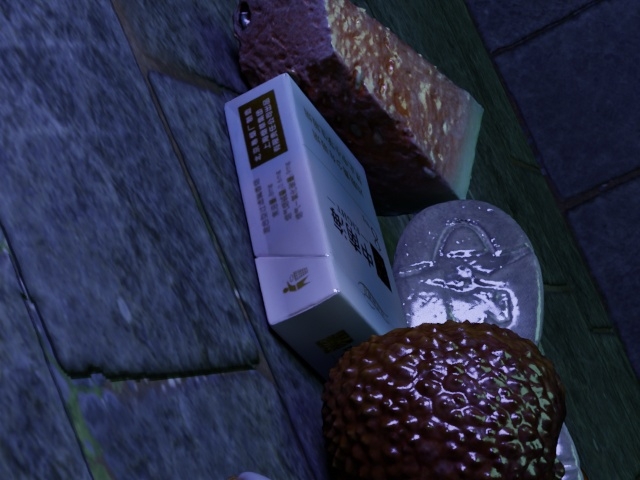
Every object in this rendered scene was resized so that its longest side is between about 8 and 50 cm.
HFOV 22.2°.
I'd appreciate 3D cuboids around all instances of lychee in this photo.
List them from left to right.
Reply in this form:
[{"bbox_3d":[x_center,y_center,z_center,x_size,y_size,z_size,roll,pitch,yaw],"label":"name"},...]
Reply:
[{"bbox_3d":[0.094,0.149,1.191,0.194,0.194,0.194,57,17,-27],"label":"lychee"}]

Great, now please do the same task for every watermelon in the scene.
[{"bbox_3d":[0.011,-0.138,1.457,0.256,0.193,0.140,50,48,-51],"label":"watermelon"}]

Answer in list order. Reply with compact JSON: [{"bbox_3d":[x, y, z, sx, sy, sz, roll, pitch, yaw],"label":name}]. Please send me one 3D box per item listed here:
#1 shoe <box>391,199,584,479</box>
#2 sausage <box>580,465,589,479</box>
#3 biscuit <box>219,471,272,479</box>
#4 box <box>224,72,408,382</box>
[{"bbox_3d":[0.136,0.141,1.426,0.210,0.132,0.342,88,-8,-62],"label":"shoe"},{"bbox_3d":[0.237,0.246,1.717,0.302,0.076,0.103,55,9,-35],"label":"sausage"},{"bbox_3d":[0.019,0.200,0.924,0.208,0.049,0.181,40,-9,37],"label":"biscuit"},{"bbox_3d":[0.000,0.000,1.333,0.155,0.067,0.243,47,22,-45],"label":"box"}]
